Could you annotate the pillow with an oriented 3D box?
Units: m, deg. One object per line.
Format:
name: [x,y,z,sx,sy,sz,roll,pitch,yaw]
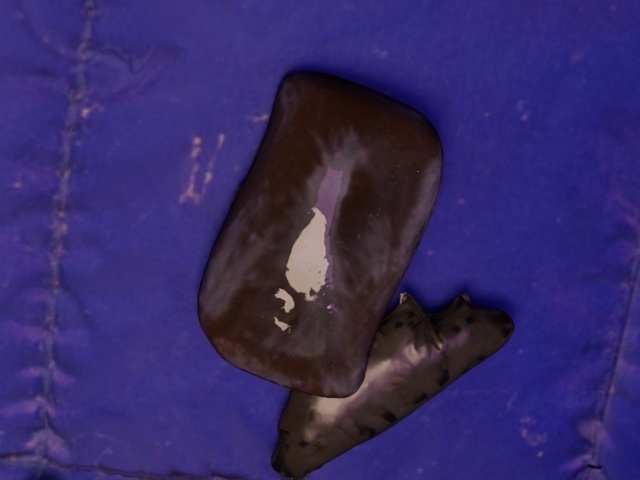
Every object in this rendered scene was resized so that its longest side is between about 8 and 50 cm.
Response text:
pillow: [0.048,0.112,1.163,0.241,0.051,0.093,-34,101,4]

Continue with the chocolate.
chocolate: [0.002,0.001,1.084,0.157,0.080,0.254,22,95,-6]
